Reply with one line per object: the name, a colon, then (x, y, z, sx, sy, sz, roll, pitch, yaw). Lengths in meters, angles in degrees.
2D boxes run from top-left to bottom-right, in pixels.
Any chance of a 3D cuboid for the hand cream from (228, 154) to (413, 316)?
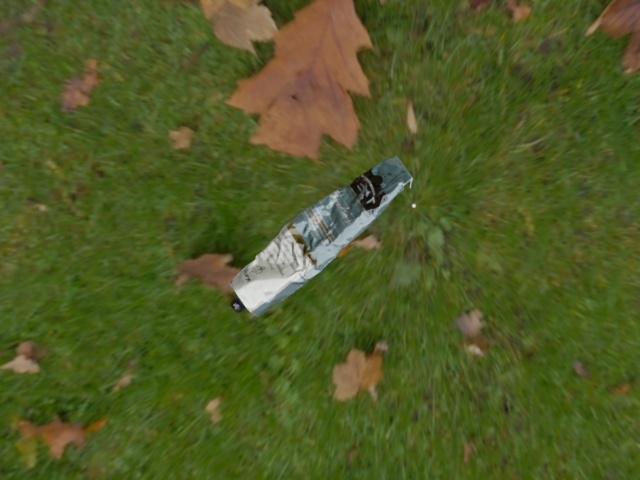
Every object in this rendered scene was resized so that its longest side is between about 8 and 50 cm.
hand cream: (0.000, 0.000, 1.535, 0.248, 0.052, 0.075, -38, 46, 8)
